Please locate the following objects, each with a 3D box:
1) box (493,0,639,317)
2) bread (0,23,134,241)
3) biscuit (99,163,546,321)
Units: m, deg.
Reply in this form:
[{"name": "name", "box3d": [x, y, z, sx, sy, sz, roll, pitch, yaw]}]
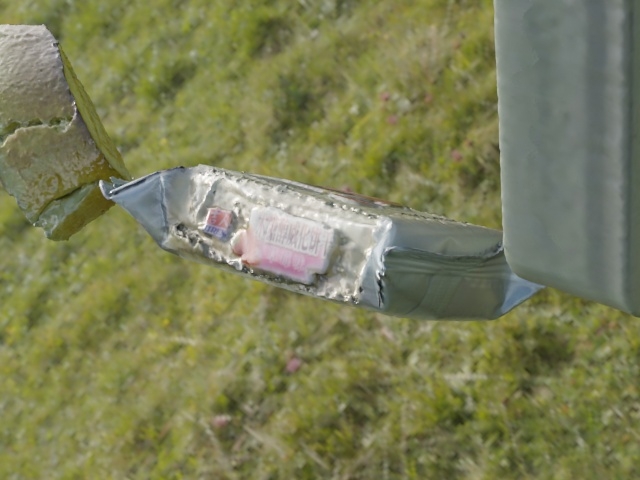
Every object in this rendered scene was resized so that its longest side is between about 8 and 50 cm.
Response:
[{"name": "box", "box3d": [0.236, -0.206, 0.738, 0.111, 0.397, 0.396, 19, 44, 33]}, {"name": "bread", "box3d": [-0.306, -0.122, 1.409, 0.124, 0.186, 0.257, -28, 68, -4]}, {"name": "biscuit", "box3d": [-0.004, -0.001, 0.914, 0.309, 0.186, 0.079, 17, 95, 44]}]
